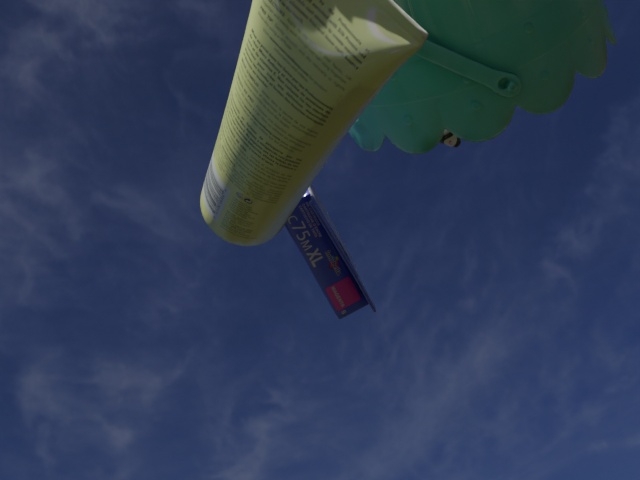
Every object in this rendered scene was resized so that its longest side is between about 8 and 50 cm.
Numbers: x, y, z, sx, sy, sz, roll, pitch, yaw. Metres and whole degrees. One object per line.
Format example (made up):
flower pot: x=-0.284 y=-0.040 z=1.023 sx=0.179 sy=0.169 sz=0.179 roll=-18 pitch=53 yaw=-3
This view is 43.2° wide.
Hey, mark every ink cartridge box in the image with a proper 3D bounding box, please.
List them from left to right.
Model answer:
ink cartridge box: x=0.000 y=0.000 z=1.212 sx=0.065 sy=0.311 sz=0.185 roll=-29 pitch=-77 yaw=1

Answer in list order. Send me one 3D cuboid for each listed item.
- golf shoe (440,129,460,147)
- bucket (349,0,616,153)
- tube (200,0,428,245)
golf shoe: x=0.246 y=-0.238 z=1.502 sx=0.086 sy=0.186 sz=0.067 roll=37 pitch=-41 yaw=-6
bucket: x=0.105 y=-0.222 z=0.717 sx=0.281 sy=0.281 sz=0.183 roll=-24 pitch=-61 yaw=4
tube: x=-0.018 y=-0.070 z=0.447 sx=0.070 sy=0.062 sz=0.240 roll=9 pitch=-26 yaw=-13
